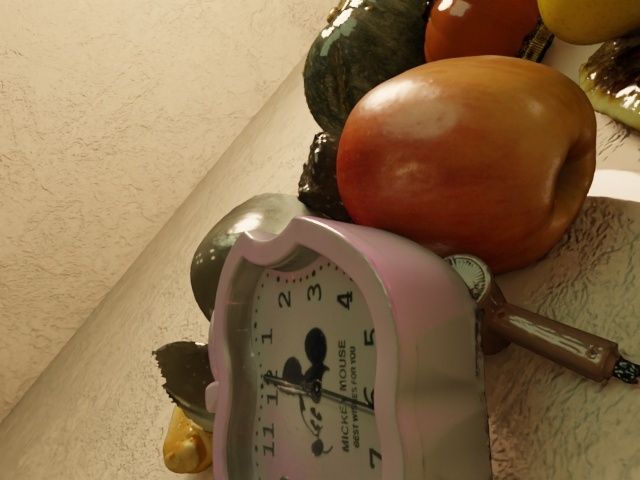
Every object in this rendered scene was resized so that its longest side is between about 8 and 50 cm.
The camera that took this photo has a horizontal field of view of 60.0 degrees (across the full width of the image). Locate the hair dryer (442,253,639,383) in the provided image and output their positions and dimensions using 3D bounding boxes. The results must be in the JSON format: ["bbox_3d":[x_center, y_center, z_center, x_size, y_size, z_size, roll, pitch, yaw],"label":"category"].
[{"bbox_3d":[0.185,0.083,0.488,0.182,0.117,0.064,24,73,42],"label":"hair dryer"}]

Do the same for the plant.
[{"bbox_3d":[0.068,-0.085,0.849,0.129,0.195,0.132,-83,12,-56],"label":"plant"}]

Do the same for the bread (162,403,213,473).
[{"bbox_3d":[-0.187,0.283,0.877,0.119,0.084,0.177,-38,26,33],"label":"bread"}]

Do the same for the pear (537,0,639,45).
[{"bbox_3d":[0.318,-0.299,0.598,0.267,0.267,0.178,-89,21,-57],"label":"pear"}]

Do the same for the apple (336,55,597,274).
[{"bbox_3d":[0.154,-0.071,0.586,0.241,0.242,0.242,6,59,47],"label":"apple"}]

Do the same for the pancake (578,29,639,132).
[{"bbox_3d":[0.423,-0.193,0.510,0.304,0.067,0.427,-51,19,-21],"label":"pancake"}]

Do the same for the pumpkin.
[{"bbox_3d":[0.110,-0.332,1.045,0.327,0.258,0.291,-55,11,8],"label":"pumpkin"}]

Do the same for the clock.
[{"bbox_3d":[0.000,0.142,0.521,0.339,0.102,0.338,-11,76,52],"label":"clock"}]

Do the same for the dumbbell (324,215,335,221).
[{"bbox_3d":[0.000,0.000,1.016,0.118,0.046,0.052,-53,27,-5],"label":"dumbbell"}]

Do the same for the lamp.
[{"bbox_3d":[0.254,-0.330,0.847,0.223,0.197,0.223,-50,-18,-24],"label":"lamp"}]

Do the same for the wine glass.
[{"bbox_3d":[-0.094,0.092,0.821,0.238,0.238,0.322,-31,26,41],"label":"wine glass"}]
